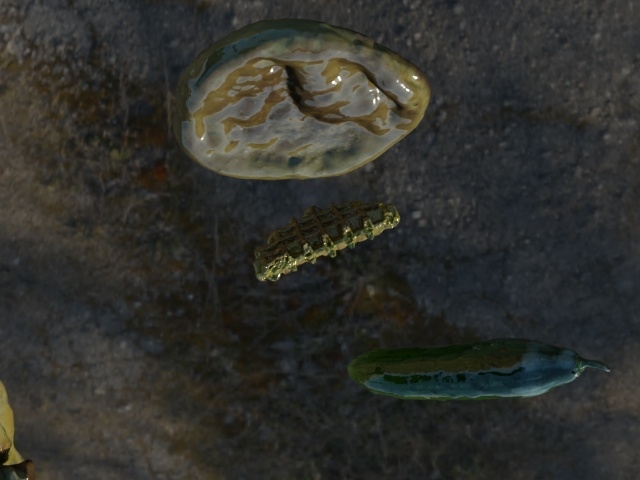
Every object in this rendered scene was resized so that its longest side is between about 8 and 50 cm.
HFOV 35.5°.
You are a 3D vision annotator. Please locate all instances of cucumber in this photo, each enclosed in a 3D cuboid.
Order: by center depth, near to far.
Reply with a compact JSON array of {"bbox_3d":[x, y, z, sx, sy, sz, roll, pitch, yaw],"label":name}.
[{"bbox_3d":[0.131,0.117,0.894,0.250,0.056,0.056,-8,136,29],"label":"cucumber"}]

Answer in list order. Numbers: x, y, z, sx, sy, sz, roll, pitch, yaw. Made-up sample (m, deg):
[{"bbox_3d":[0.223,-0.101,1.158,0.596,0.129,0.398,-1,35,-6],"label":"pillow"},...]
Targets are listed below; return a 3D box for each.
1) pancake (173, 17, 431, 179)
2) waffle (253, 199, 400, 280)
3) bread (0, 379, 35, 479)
[{"bbox_3d":[-0.021,-0.141,1.106,0.294,0.049,0.294,-8,155,-4],"label":"pancake"},{"bbox_3d":[0.000,0.000,1.356,0.160,0.192,0.046,6,125,44],"label":"waffle"},{"bbox_3d":[-0.387,0.164,0.649,0.370,0.191,0.314,-20,141,-17],"label":"bread"}]
